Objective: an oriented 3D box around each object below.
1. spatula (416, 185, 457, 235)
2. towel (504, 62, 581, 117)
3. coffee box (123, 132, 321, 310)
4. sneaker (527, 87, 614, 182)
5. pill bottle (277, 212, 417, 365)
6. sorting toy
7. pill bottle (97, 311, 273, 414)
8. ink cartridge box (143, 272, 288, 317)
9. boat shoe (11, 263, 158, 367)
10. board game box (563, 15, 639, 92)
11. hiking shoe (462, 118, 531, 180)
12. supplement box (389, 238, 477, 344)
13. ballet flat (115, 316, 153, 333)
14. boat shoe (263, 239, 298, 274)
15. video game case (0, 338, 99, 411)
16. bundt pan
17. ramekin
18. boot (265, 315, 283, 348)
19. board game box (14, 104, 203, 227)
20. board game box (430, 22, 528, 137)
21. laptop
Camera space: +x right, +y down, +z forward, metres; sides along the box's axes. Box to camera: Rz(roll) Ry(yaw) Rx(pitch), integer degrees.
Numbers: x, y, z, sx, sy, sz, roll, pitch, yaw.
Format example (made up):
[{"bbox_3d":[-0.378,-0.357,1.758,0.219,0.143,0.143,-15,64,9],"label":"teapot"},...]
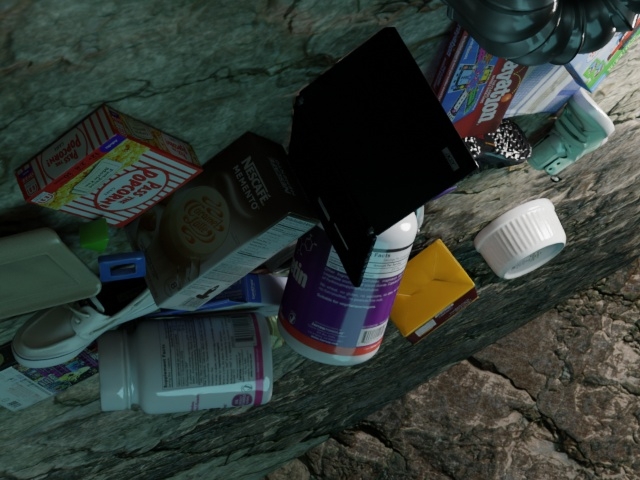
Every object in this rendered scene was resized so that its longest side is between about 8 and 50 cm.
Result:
[{"bbox_3d":[0.189,-0.037,1.933,0.084,0.030,0.296,-19,159,-20],"label":"spatula"},{"bbox_3d":[0.354,-0.271,1.563,0.285,0.034,0.209,-10,152,-43],"label":"towel"},{"bbox_3d":[-0.142,-0.023,1.388,0.246,0.141,0.098,-35,158,19],"label":"coffee box"},{"bbox_3d":[0.451,-0.185,1.793,0.151,0.094,0.256,-36,162,7],"label":"sneaker"},{"bbox_3d":[0.047,0.030,1.578,0.181,0.181,0.323,-9,125,-41],"label":"pill bottle"},{"bbox_3d":[-0.411,0.039,1.310,0.347,0.047,0.196,-14,155,1],"label":"sorting toy"},{"bbox_3d":[-0.231,0.210,1.654,0.283,0.160,0.160,-3,155,-12],"label":"pill bottle"},{"bbox_3d":[-0.146,0.100,1.715,0.185,0.065,0.311,-11,172,29],"label":"ink cartridge box"},{"bbox_3d":[-0.353,0.106,1.507,0.267,0.096,0.088,-23,156,-15],"label":"boat shoe"},{"bbox_3d":[0.420,-0.319,1.447,0.160,0.039,0.211,-52,153,11],"label":"board game box"},{"bbox_3d":[0.264,-0.153,1.694,0.226,0.086,0.114,-5,164,-35],"label":"hiking shoe"},{"bbox_3d":[0.237,0.119,2.180,0.191,0.129,0.194,-37,164,2],"label":"supplement box"},{"bbox_3d":[-0.316,0.188,1.806,0.079,0.077,0.221,-12,158,12],"label":"ballet flat"},{"bbox_3d":[0.000,0.000,1.706,0.227,0.081,0.079,-21,159,-16],"label":"boat shoe"},{"bbox_3d":[-0.481,0.217,1.690,0.210,0.042,0.232,-25,160,-5],"label":"video game case"},{"bbox_3d":[0.308,-0.333,1.154,0.330,0.124,0.331,-20,151,-12],"label":"bundt pan"},{"bbox_3d":[0.473,0.003,2.277,0.207,0.109,0.207,-24,161,-9],"label":"ramekin"},{"bbox_3d":[-0.158,0.196,2.009,0.165,0.077,0.213,-19,159,-14],"label":"boot"},{"bbox_3d":[-0.259,-0.086,1.218,0.146,0.045,0.193,-33,160,17],"label":"board game box"},{"bbox_3d":[0.234,-0.246,1.403,0.145,0.027,0.281,-13,149,-21],"label":"board game box"},{"bbox_3d":[0.069,-0.105,1.311,0.136,0.234,0.264,-21,159,-15],"label":"laptop"}]
